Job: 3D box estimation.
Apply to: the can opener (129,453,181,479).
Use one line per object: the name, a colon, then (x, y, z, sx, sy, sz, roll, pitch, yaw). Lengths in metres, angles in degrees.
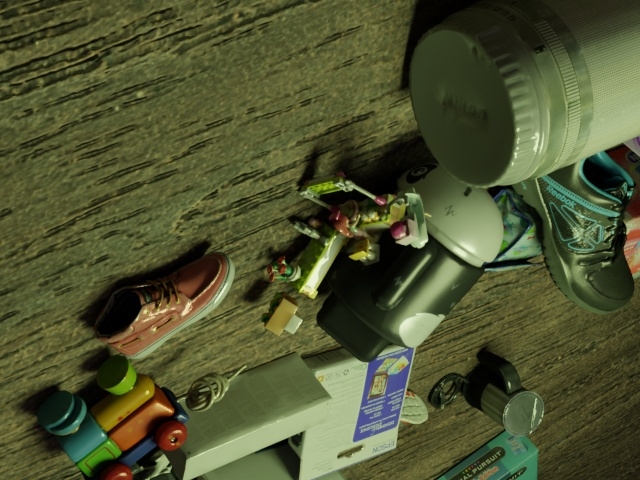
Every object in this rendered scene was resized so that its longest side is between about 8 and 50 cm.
can opener: (-0.179, 0.324, 1.706, 0.283, 0.095, 0.076, -22, 143, -27)

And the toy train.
toy train: (-0.225, 0.192, 1.519, 0.248, 0.105, 0.143, -38, 133, -6)

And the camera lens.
camera lens: (0.273, -0.198, 1.455, 0.274, 0.219, 0.219, -22, 142, -27)

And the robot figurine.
robot figurine: (0.114, 0.026, 1.600, 0.173, 0.209, 0.278, 30, 107, -38)

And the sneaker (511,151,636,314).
sneaker: (0.381, -0.027, 1.703, 0.341, 0.139, 0.125, 56, 46, -29)

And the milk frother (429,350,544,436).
milk frother: (0.284, 0.278, 2.087, 0.143, 0.134, 0.129, -37, 116, -11)

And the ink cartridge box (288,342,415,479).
ink cartridge box: (0.046, 0.256, 1.864, 0.206, 0.045, 0.208, -12, 122, -37)

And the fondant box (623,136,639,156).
fondant box: (0.450, -0.280, 1.524, 0.096, 0.238, 0.330, -16, 139, -34)

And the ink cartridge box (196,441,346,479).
ink cartridge box: (-0.111, 0.480, 1.923, 0.223, 0.129, 0.307, -11, 136, -39)

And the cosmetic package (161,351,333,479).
cosmetic package: (-0.109, 0.244, 1.684, 0.239, 0.099, 0.060, -18, 140, -31)

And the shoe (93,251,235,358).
shoe: (-0.185, 0.070, 1.438, 0.178, 0.063, 0.081, -39, 152, 4)

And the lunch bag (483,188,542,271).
lunch bag: (0.283, -0.002, 1.814, 0.128, 0.096, 0.151, -2, 143, -48)

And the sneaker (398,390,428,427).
sneaker: (0.110, 0.291, 2.015, 0.157, 0.061, 0.065, 1, 150, -41)

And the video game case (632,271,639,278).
video game case: (0.587, 0.002, 2.182, 0.201, 0.023, 0.183, -17, 139, -32)

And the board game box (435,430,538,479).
board game box: (0.327, 0.549, 2.493, 0.253, 0.079, 0.336, -32, 145, -14)

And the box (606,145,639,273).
box: (0.515, -0.056, 1.934, 0.299, 0.142, 0.154, -20, 141, -29)

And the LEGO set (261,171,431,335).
LEGO set: (0.000, 0.000, 1.516, 0.107, 0.132, 0.287, 27, 133, -38)
